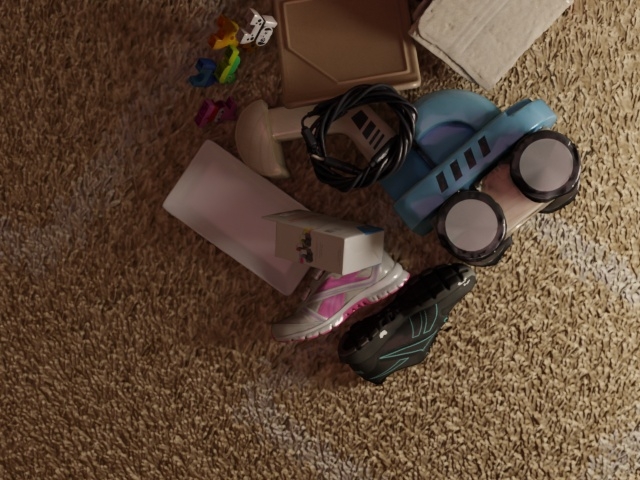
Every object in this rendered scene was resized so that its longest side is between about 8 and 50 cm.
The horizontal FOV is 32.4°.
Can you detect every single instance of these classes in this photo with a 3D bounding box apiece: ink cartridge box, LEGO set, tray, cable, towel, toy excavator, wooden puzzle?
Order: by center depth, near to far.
[{"bbox_3d":[0.064,-0.159,1.689,0.184,0.047,0.151,-18,80,15],"label":"cable"},{"bbox_3d":[0.284,-0.381,1.715,0.187,0.049,0.282,33,114,-24],"label":"towel"},{"bbox_3d":[0.000,0.000,1.771,0.181,0.104,0.062,15,108,38],"label":"ink cartridge box"},{"bbox_3d":[0.142,-0.142,1.784,0.433,0.222,0.445,-39,78,8],"label":"toy excavator"},{"bbox_3d":[0.040,-0.323,1.785,0.220,0.044,0.239,-9,64,5],"label":"wooden puzzle"},{"bbox_3d":[-0.138,-0.300,1.824,0.087,0.093,0.227,55,130,31],"label":"LEGO set"},{"bbox_3d":[-0.122,-0.039,1.879,0.270,0.030,0.145,36,97,0],"label":"tray"}]

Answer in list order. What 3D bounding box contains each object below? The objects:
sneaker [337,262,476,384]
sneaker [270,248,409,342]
[{"bbox_3d":[0.157,0.139,1.859,0.267,0.101,0.106,-36,114,6],"label":"sneaker"},{"bbox_3d":[0.019,0.083,1.853,0.252,0.103,0.111,-31,89,0],"label":"sneaker"}]
